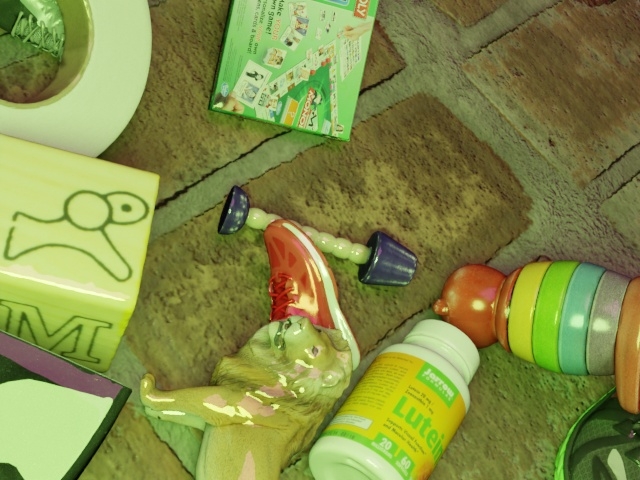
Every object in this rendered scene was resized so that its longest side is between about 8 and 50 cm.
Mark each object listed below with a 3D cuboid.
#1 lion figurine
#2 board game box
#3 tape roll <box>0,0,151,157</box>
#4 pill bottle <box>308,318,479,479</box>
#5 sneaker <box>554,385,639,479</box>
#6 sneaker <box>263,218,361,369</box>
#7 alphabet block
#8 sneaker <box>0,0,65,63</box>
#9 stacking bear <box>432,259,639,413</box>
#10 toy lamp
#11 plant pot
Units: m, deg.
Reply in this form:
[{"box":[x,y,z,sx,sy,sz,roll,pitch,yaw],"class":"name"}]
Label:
[{"box":[-0.095,0.263,1.145,0.240,0.142,0.392,8,63,-2],"class":"lion figurine"},{"box":[-0.029,-0.323,1.508,0.214,0.046,0.317,12,90,-17],"class":"board game box"},{"box":[-0.390,-0.268,1.274,0.392,0.072,0.392,-3,94,-42],"class":"tape roll"},{"box":[0.103,0.216,1.276,0.136,0.136,0.245,38,53,3],"class":"pill bottle"},{"box":[0.474,0.243,1.375,0.185,0.202,0.483,40,53,3],"class":"sneaker"},{"box":[-0.044,0.090,1.305,0.128,0.087,0.221,-27,88,-30],"class":"sneaker"},{"box":[-0.312,0.019,1.189,0.197,0.193,0.192,15,57,-14],"class":"alphabet block"},{"box":[-0.371,-0.278,1.417,0.229,0.086,0.132,8,60,-20],"class":"sneaker"},{"box":[0.301,0.103,1.383,0.289,0.164,0.175,8,33,26],"class":"stacking bear"},{"box":[0.000,0.000,1.404,0.275,0.080,0.080,18,55,-12],"class":"toy lamp"},{"box":[-0.326,0.210,1.083,0.188,0.187,0.167,24,67,-7],"class":"plant pot"}]
